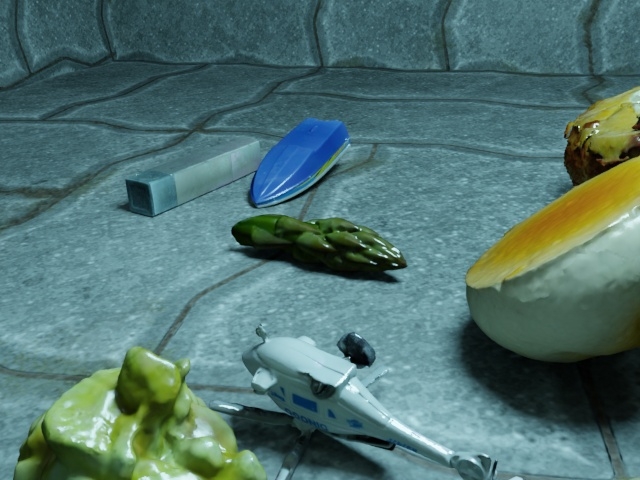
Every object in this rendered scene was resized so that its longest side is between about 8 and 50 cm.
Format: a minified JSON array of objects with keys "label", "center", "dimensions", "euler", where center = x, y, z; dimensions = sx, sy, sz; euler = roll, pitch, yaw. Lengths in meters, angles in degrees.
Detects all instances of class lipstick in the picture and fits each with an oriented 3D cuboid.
[{"label":"lipstick","center":[-0.239,-0.134,1.312],"dimensions":[0.066,0.068,0.317],"euler":[13,28,31]}]

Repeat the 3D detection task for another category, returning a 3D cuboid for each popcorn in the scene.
[{"label":"popcorn","center":[-0.130,0.175,0.477],"dimensions":[0.187,0.186,0.167],"euler":[-21,-12,33]}]

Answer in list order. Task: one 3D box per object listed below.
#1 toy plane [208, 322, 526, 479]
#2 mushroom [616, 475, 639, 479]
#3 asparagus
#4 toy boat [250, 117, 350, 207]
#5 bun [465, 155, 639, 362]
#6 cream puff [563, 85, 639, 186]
[{"label":"toy plane","center":[0.033,0.160,0.594],"dimensions":[0.182,0.107,0.273],"euler":[-23,36,-30]},{"label":"mushroom","center":[0.155,0.250,0.381],"dimensions":[0.351,0.095,0.122],"euler":[-25,-9,-45]},{"label":"asparagus","center":[0.000,0.000,0.990],"dimensions":[0.287,0.080,0.080],"euler":[14,28,30]},{"label":"toy boat","center":[-0.053,-0.145,1.319],"dimensions":[0.129,0.088,0.295],"euler":[10,38,25]},{"label":"bun","center":[0.316,0.036,0.726],"dimensions":[0.299,0.165,0.299],"euler":[-37,2,2]},{"label":"cream puff","center":[0.573,-0.143,1.077],"dimensions":[0.350,0.229,0.350],"euler":[-24,16,7]}]
